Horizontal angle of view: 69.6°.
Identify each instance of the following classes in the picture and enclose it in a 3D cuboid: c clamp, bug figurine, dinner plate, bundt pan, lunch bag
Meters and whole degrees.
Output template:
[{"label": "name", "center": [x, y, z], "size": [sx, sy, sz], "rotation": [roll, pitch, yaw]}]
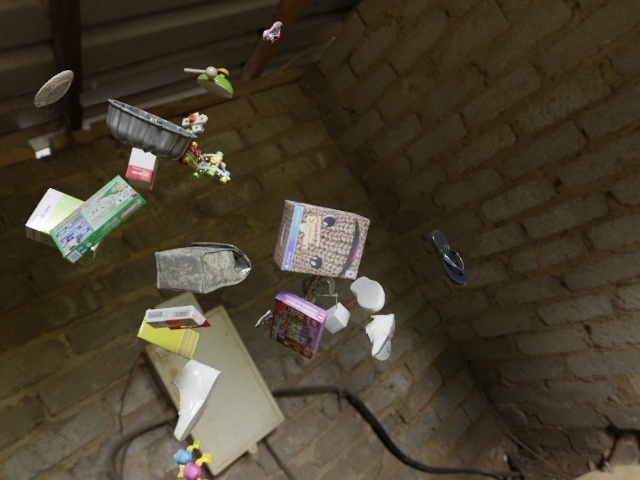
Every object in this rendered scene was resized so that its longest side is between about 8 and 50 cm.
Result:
[{"label": "c clamp", "center": [-0.002, 0.213, 1.935], "size": [0.160, 0.138, 0.022], "rotation": [5, -1, 8]}, {"label": "bug figurine", "center": [-0.363, 0.692, 1.250], "size": [0.072, 0.279, 0.216], "rotation": [12, -30, -29]}, {"label": "dinner plate", "center": [-0.752, -0.426, 1.309], "size": [0.141, 0.017, 0.141], "rotation": [-41, 17, 15]}, {"label": "bundt pan", "center": [-0.642, -0.400, 1.724], "size": [0.124, 0.330, 0.331], "rotation": [-64, -7, 9]}, {"label": "lunch bag", "center": [-0.436, 0.095, 1.752], "size": [0.235, 0.169, 0.287], "rotation": [2, 6, 27]}]

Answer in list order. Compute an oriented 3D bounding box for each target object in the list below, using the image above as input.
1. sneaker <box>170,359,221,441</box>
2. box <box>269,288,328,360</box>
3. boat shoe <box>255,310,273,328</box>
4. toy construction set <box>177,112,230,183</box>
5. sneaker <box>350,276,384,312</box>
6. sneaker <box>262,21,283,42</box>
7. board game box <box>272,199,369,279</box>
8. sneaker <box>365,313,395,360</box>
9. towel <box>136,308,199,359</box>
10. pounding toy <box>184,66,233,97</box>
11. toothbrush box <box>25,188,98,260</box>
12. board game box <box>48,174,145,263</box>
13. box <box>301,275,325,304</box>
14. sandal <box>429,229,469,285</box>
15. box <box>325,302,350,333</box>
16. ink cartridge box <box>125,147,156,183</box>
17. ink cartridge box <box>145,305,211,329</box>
[{"label": "sneaker", "center": [-0.538, 0.627, 1.839], "size": [0.108, 0.169, 0.293], "rotation": [91, -155, -66]}, {"label": "box", "center": [-0.091, 0.333, 1.798], "size": [0.057, 0.200, 0.294], "rotation": [-54, -16, -41]}, {"label": "boat shoe", "center": [-0.268, 0.386, 2.221], "size": [0.049, 0.042, 0.133], "rotation": [-52, -8, 33]}, {"label": "toy construction set", "center": [-0.526, -0.386, 1.968], "size": [0.214, 0.328, 0.151], "rotation": [12, 52, 22]}, {"label": "sneaker", "center": [0.253, 0.280, 2.185], "size": [0.135, 0.150, 0.366], "rotation": [-40, 13, 3]}, {"label": "sneaker", "center": [-0.182, -0.842, 1.874], "size": [0.119, 0.057, 0.047], "rotation": [-52, -8, -27]}, {"label": "board game box", "center": [0.000, 0.000, 1.673], "size": [0.290, 0.232, 0.141], "rotation": [9, 9, -22]}, {"label": "sneaker", "center": [0.262, 0.440, 2.093], "size": [0.129, 0.111, 0.297], "rotation": [2, 23, 16]}, {"label": "towel", "center": [-0.526, 0.331, 1.607], "size": [0.021, 0.237, 0.102], "rotation": [-11, 54, 33]}, {"label": "pounding toy", "center": [-0.505, -0.790, 2.213], "size": [0.237, 0.182, 0.110], "rotation": [29, -100, -65]}, {"label": "toothbrush box", "center": [-1.093, -0.068, 2.022], "size": [0.122, 0.283, 0.207], "rotation": [-42, 30, 50]}, {"label": "board game box", "center": [-0.793, -0.084, 1.632], "size": [0.317, 0.046, 0.213], "rotation": [-44, 46, -13]}, {"label": "box", "center": [-0.032, 0.209, 1.840], "size": [0.137, 0.027, 0.094], "rotation": [-63, -24, -13]}, {"label": "sandal", "center": [0.532, 0.071, 1.893], "size": [0.097, 0.255, 0.054], "rotation": [-24, -9, -38]}, {"label": "box", "center": [0.075, 0.383, 2.261], "size": [0.101, 0.087, 0.102], "rotation": [-37, 13, 34]}, {"label": "ink cartridge box", "center": [-0.844, -0.403, 2.224], "size": [0.114, 0.273, 0.197], "rotation": [12, -8, -16]}, {"label": "ink cartridge box", "center": [-0.432, 0.257, 1.413], "size": [0.145, 0.045, 0.179], "rotation": [-6, -32, 5]}]
